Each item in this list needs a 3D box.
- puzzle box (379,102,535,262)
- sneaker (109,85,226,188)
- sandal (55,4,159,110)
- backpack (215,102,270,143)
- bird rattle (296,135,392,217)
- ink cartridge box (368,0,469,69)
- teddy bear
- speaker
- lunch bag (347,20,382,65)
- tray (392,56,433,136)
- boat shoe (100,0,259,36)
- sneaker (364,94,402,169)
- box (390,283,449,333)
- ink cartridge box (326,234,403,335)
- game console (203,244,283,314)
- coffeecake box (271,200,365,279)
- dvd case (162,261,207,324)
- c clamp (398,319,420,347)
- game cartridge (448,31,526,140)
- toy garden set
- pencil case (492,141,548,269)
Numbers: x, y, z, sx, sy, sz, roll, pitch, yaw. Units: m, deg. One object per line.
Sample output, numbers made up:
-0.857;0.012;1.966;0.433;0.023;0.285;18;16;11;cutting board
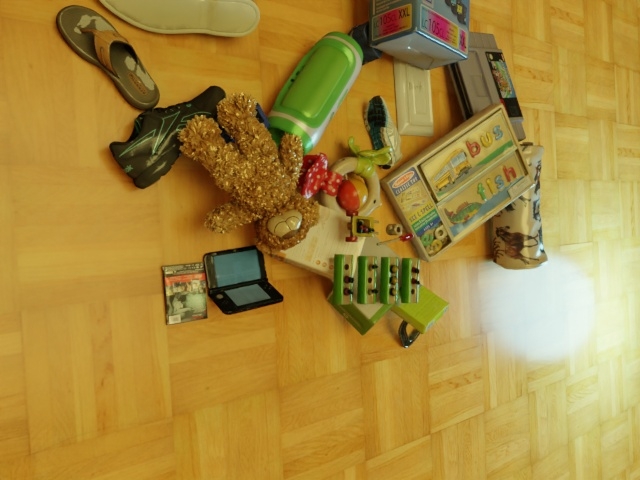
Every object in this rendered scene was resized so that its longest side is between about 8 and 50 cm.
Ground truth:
0.391;-0.163;1.420;0.409;0.052;0.272;-35;110;-9;puzzle box
-0.286;-0.223;0.981;0.106;0.101;0.267;47;64;-24;sneaker
-0.379;-0.337;0.938;0.090;0.060;0.219;-50;116;-26;sandal
-0.173;-0.222;1.065;0.120;0.098;0.101;-44;118;-29;backpack
0.064;-0.135;1.219;0.254;0.143;0.206;-32;115;-30;bird rattle
0.254;-0.669;1.283;0.270;0.151;0.395;-1;91;-47;ink cartridge box
-0.124;-0.117;0.992;0.245;0.113;0.337;-26;111;-28;teddy bear
-0.014;-0.335;1.166;0.131;0.131;0.296;40;67;-29;speaker
0.109;-0.501;1.293;0.098;0.065;0.067;51;44;-28;lunch bag
0.269;-0.431;1.434;0.145;0.030;0.270;-6;93;-35;tray
-0.283;-0.482;1.010;0.320;0.116;0.099;-2;47;-30;boat shoe
0.173;-0.290;1.345;0.083;0.071;0.190;-30;115;-39;sneaker
0.232;0.153;1.335;0.109;0.178;0.042;-35;147;-32;box
0.084;0.073;1.262;0.255;0.097;0.189;44;60;11;ink cartridge box
-0.161;0.081;1.080;0.144;0.124;0.085;-10;122;-36;game console
0.000;0.000;1.160;0.186;0.068;0.142;20;76;-6;coffeecake box
-0.275;0.107;1.037;0.087;0.013;0.119;-6;92;-36;dvd case
0.262;0.228;1.393;0.137;0.022;0.160;-46;143;-11;c clamp
0.501;-0.463;1.545;0.230;0.068;0.354;-13;85;-32;game cartridge
0.142;0.042;1.141;0.244;0.049;0.203;3;87;-35;toy garden set
0.627;-0.114;1.612;0.184;0.160;0.410;-4;92;-46;pencil case
